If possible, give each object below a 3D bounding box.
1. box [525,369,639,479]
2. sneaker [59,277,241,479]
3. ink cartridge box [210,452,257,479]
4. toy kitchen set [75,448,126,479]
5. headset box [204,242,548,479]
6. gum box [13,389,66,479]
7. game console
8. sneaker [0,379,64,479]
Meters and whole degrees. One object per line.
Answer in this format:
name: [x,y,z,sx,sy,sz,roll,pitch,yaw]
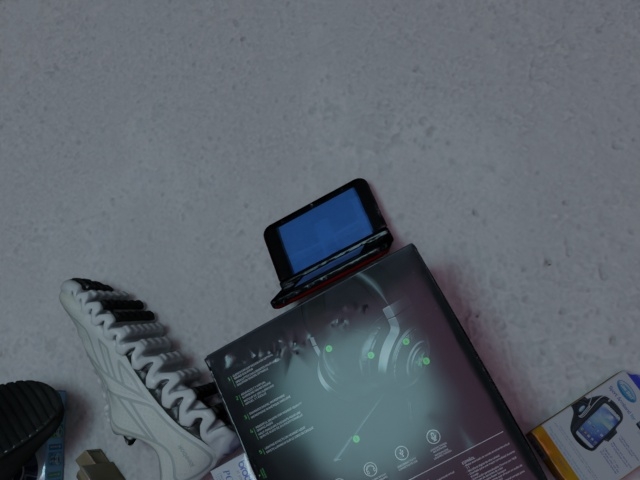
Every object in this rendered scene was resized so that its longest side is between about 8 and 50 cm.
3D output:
box: [0.282,0.190,0.700,0.136,0.028,0.081,-27,70,-15]
sneaker: [-0.215,0.156,0.809,0.292,0.110,0.118,42,98,20]
ink cartridge box: [-0.035,0.318,0.723,0.046,0.097,0.207,-30,72,6]
toy kitchen set: [-0.268,0.293,0.801,0.075,0.068,0.083,-44,70,0]
headset box: [0.051,0.174,0.720,0.246,0.131,0.283,-30,71,5]
gum box: [-0.388,0.277,0.849,0.157,0.041,0.184,-5,76,12]
game console: [0.000,0.000,0.794,0.144,0.124,0.085,-28,93,12]
sneaker: [-0.421,0.289,0.783,0.330,0.146,0.122,-35,43,-19]
